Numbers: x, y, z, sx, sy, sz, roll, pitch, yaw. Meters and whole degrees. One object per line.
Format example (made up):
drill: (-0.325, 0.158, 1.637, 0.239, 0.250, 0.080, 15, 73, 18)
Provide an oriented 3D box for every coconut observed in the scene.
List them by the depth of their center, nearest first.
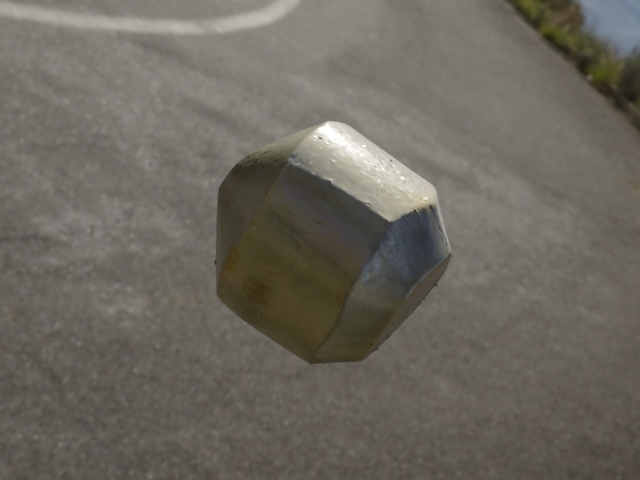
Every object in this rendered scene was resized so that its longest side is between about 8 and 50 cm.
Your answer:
coconut: (0.002, -0.002, 1.270, 0.241, 0.241, 0.241, 33, 20, -14)
